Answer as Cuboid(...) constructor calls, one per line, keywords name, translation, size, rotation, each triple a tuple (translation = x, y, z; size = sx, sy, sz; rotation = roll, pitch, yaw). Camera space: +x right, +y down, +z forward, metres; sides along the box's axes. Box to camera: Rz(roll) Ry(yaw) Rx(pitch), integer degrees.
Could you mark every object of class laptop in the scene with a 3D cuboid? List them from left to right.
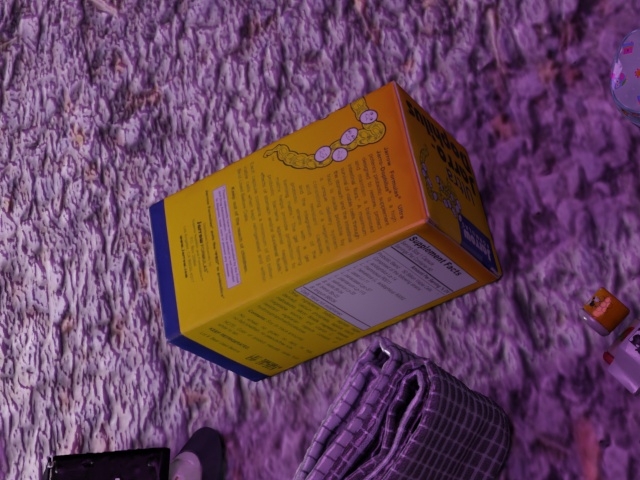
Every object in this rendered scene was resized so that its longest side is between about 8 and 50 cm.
Cuboid(name="laptop", translation=(-0.287, 0.396, 1.580), size=(0.264, 0.136, 0.234), rotation=(-8, 65, 19))

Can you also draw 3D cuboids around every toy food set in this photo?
Cuboid(name="toy food set", translation=(0.334, 0.160, 1.256), size=(0.104, 0.111, 0.232), rotation=(-49, 54, 5))

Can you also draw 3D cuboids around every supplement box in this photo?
Cuboid(name="supplement box", translation=(0.000, 0.000, 1.499), size=(0.357, 0.194, 0.195), rotation=(-25, 58, 22))

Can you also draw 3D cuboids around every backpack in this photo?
Cuboid(name="backpack", translation=(0.407, -0.170, 1.355), size=(0.182, 0.115, 0.152), rotation=(12, 79, 40))

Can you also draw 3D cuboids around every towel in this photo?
Cuboid(name="towel", translation=(0.072, 0.264, 1.309), size=(0.121, 0.235, 0.283), rotation=(27, 86, 33))

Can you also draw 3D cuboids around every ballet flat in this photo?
Cuboid(name="ballet flat", translation=(-0.170, 0.324, 1.547), size=(0.074, 0.074, 0.203), rotation=(0, 69, 34))
